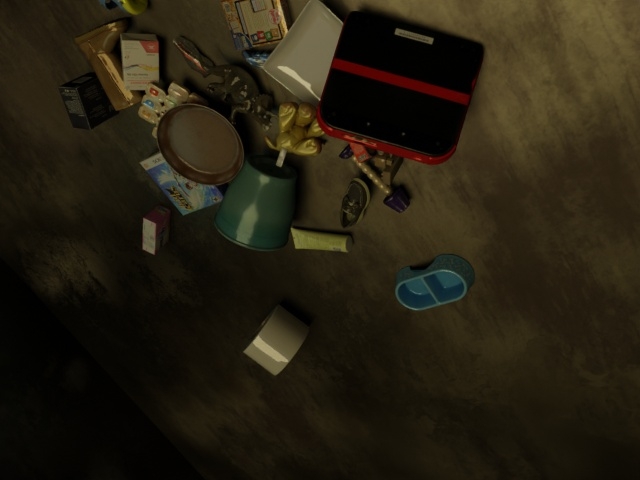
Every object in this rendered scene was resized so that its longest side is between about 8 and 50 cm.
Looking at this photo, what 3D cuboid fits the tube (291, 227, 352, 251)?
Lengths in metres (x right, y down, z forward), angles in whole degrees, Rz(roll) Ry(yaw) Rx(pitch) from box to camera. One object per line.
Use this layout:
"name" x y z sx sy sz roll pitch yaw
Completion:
"tube" 0.000 0.000 1.985 0.240 0.062 0.070 5 82 29

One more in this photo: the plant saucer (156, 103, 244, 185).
"plant saucer" -0.404 -0.330 1.841 0.310 0.050 0.311 7 131 9

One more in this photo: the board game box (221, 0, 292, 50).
"board game box" -0.184 -0.654 1.597 0.193 0.045 0.147 1 123 26

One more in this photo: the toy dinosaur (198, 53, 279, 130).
"toy dinosaur" -0.258 -0.483 1.735 0.160 0.121 0.313 -29 103 26

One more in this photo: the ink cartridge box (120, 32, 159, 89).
"ink cartridge box" -0.601 -0.582 1.804 0.115 0.067 0.198 -7 134 -21

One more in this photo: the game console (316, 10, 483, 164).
"game console" 0.206 -0.404 1.434 0.386 0.342 0.060 17 174 4

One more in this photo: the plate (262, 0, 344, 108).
"plate" 0.012 -0.520 1.581 0.277 0.045 0.278 37 132 -14

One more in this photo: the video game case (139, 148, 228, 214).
"video game case" -0.508 -0.237 2.033 0.244 0.061 0.269 -15 123 35

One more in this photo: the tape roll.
"tape roll" -0.186 0.414 2.250 0.169 0.246 0.246 37 131 -3

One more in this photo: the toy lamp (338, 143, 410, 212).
"toy lamp" 0.178 -0.198 1.732 0.274 0.080 0.080 42 131 -9

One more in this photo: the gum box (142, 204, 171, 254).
"gum box" -0.684 -0.040 2.252 0.062 0.107 0.188 25 131 8

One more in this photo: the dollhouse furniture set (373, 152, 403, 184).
"dollhouse furniture set" 0.181 -0.283 1.643 0.123 0.144 0.151 18 144 20

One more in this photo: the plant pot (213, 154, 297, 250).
"plant pot" -0.200 -0.143 1.853 0.271 0.271 0.255 26 117 7

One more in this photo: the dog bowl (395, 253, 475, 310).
"dog bowl" 0.391 0.156 1.891 0.297 0.074 0.166 -22 112 37

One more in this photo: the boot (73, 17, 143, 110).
"boot" -0.691 -0.606 1.864 0.236 0.089 0.269 -7 124 30

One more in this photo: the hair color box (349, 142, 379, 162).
"hair color box" 0.119 -0.312 1.655 0.043 0.072 0.141 -25 91 37

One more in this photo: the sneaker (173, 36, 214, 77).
"sneaker" -0.422 -0.590 1.755 0.158 0.061 0.065 44 137 -8

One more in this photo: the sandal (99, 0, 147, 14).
"sandal" -0.669 -0.840 1.654 0.138 0.126 0.317 -3 121 33

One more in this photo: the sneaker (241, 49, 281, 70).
"sneaker" -0.171 -0.560 1.658 0.144 0.053 0.059 23 132 -2

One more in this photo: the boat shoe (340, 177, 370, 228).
"boat shoe" 0.108 -0.114 1.793 0.080 0.073 0.223 36 151 17

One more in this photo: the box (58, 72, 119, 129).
"box" -0.836 -0.506 1.953 0.093 0.156 0.158 9 127 21

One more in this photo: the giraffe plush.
"giraffe plush" -0.057 -0.333 1.703 0.181 0.170 0.210 41 111 4

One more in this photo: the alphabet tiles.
"alphabet tiles" -0.495 -0.426 1.897 0.278 0.021 0.284 29 140 -13
